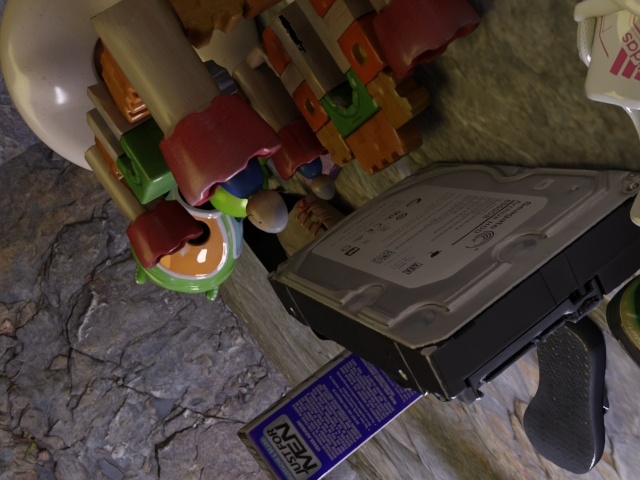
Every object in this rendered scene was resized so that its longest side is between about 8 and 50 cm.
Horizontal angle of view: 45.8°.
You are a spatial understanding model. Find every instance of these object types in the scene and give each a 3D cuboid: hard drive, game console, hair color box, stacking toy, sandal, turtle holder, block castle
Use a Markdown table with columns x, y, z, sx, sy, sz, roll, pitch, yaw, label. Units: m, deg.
| x | y | z | sx | sy | sz | roll | pitch | yaw | label |
| --- | --- | --- | --- | --- | --- | --- | --- | --- | --- |
| 0.107 | 0.014 | 0.687 | 0.064 | 0.237 | 0.339 | 61 | 165 | -18 | hard drive |
| -0.037 | 0.065 | 1.592 | 0.342 | 0.060 | 0.386 | 53 | 165 | -2 | game console |
| 0.056 | 0.195 | 1.018 | 0.110 | 0.339 | 0.185 | 55 | 165 | 6 | hair color box |
| -0.298 | -0.337 | 1.213 | 0.480 | 0.351 | 0.350 | -115 | 0 | -59 | stacking toy |
| 0.287 | 0.174 | 0.850 | 0.097 | 0.054 | 0.254 | 34 | 145 | 38 | sandal |
| -0.265 | -0.051 | 1.625 | 0.243 | 0.320 | 0.227 | 27 | 133 | 3 | turtle holder |
| -0.060 | -0.115 | 0.771 | 0.212 | 0.303 | 0.453 | 56 | 160 | -2 | block castle |

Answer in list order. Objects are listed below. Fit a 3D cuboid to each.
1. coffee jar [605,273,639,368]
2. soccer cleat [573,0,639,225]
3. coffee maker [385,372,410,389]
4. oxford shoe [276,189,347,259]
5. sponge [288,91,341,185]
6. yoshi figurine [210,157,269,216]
| x | y | z | sx | sy | sz | roll | pitch | yaw | label |
| --- | --- | --- | --- | --- | --- | --- | --- | --- | --- |
| 0.284 | 0.052 | 0.530 | 0.096 | 0.079 | 0.184 | 51 | 164 | 3 | coffee jar |
| 0.172 | -0.145 | 0.341 | 0.116 | 0.143 | 0.331 | 28 | 148 | 59 | soccer cleat |
| 0.113 | 0.059 | 0.872 | 0.171 | 0.178 | 0.120 | 39 | 157 | 46 | coffee maker |
| 0.000 | 0.000 | 1.181 | 0.130 | 0.123 | 0.348 | 58 | 165 | -23 | oxford shoe |
| -0.012 | -0.146 | 1.101 | 0.117 | 0.031 | 0.210 | 54 | 164 | 6 | sponge |
| -0.205 | -0.144 | 1.429 | 0.203 | 0.203 | 0.362 | 46 | 169 | -32 | yoshi figurine |
